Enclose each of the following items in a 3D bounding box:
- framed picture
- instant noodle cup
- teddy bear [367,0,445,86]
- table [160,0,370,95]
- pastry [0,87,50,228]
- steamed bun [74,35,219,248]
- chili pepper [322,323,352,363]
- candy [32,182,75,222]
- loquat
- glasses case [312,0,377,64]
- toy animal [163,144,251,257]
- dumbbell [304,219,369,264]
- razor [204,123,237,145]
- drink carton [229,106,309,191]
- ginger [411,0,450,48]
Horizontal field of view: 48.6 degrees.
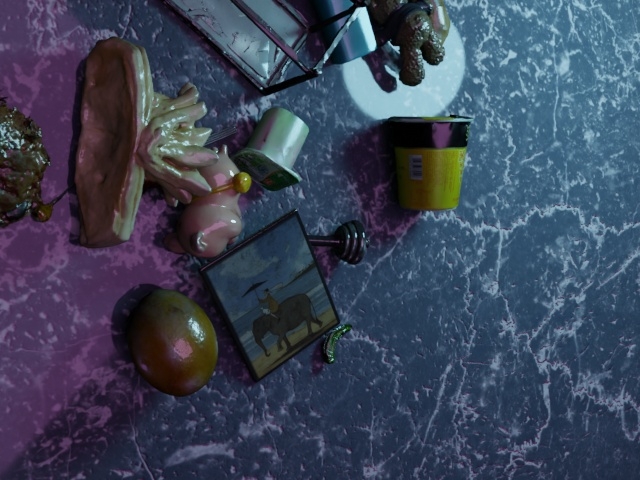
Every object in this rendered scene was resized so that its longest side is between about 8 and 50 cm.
[{"bbox_3d":[-0.105,0.131,1.621,0.265,0.016,0.347,-32,122,-20],"label":"framed picture"},{"bbox_3d":[0.274,-0.199,1.785,0.215,0.215,0.236,-5,101,-28],"label":"instant noodle cup"},{"bbox_3d":[0.221,-0.527,1.764,0.182,0.129,0.251,-38,96,-14],"label":"teddy bear"},{"bbox_3d":[-0.128,-0.517,1.504,0.335,0.272,0.222,40,73,-24],"label":"table"},{"bbox_3d":[-0.630,-0.141,1.288,0.275,0.193,0.275,-1,92,-30],"label":"pastry"},{"bbox_3d":[-0.349,-0.197,1.432,0.189,0.247,0.428,4,86,-53],"label":"steamed bun"},{"bbox_3d":[0.033,0.248,1.754,0.055,0.035,0.118,48,60,-34],"label":"chili pepper"},{"bbox_3d":[-0.534,-0.083,1.438,0.123,0.035,0.035,-50,116,-27],"label":"candy"},{"bbox_3d":[-0.310,0.212,1.487,0.179,0.179,0.227,-25,95,-26],"label":"loquat"},{"bbox_3d":[0.043,-0.581,1.678,0.117,0.070,0.301,-26,110,-11],"label":"glasses case"},{"bbox_3d":[-0.234,-0.084,1.528,0.149,0.165,0.248,16,78,-23],"label":"toy animal"},{"bbox_3d":[0.000,0.000,1.693,0.254,0.110,0.110,3,90,-22],"label":"dumbbell"},{"bbox_3d":[-0.272,-0.214,1.569,0.191,0.037,0.068,-28,100,-27],"label":"razor"},{"bbox_3d":[-0.107,-0.214,1.607,0.144,0.146,0.142,33,68,-26],"label":"drink carton"},{"bbox_3d":[0.288,-0.576,1.844,0.095,0.069,0.190,-17,103,9],"label":"ginger"}]
